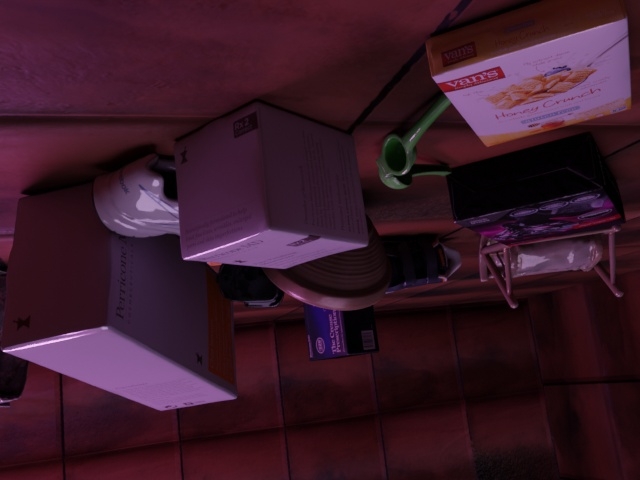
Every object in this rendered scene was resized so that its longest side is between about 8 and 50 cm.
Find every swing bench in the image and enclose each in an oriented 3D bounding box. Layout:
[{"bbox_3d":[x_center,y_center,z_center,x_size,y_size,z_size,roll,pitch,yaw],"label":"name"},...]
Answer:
[{"bbox_3d":[0.521,0.034,1.514,0.253,0.165,0.255,-8,-168,-1],"label":"swing bench"}]

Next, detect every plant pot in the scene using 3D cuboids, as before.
[{"bbox_3d":[0.020,0.003,1.122,0.237,0.237,0.110,-1,126,-28],"label":"plant pot"}]

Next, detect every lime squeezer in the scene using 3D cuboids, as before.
[{"bbox_3d":[0.129,-0.113,0.881,0.110,0.059,0.310,-8,167,8],"label":"lime squeezer"}]

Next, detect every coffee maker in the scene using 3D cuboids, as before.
[{"bbox_3d":[-0.102,0.044,1.233,0.171,0.120,0.178,-22,-164,3],"label":"coffee maker"}]

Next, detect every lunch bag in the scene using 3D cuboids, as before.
[{"bbox_3d":[-0.733,0.218,1.399,0.235,0.287,0.169,-15,166,39],"label":"lunch bag"}]

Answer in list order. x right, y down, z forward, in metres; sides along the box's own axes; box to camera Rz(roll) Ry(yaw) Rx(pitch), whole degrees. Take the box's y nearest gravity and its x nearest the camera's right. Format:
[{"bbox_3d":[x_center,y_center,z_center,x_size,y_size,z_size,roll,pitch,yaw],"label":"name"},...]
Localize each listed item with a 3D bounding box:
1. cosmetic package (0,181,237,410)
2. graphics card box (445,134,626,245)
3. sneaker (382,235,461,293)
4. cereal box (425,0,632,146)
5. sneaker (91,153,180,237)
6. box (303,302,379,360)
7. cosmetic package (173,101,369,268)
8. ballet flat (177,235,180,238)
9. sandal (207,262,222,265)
[{"bbox_3d":[-0.290,0.115,1.054,0.161,0.230,0.453,-12,154,11],"label":"cosmetic package"},{"bbox_3d":[0.392,-0.071,1.143,0.233,0.094,0.371,-13,166,27],"label":"graphics card box"},{"bbox_3d":[0.220,0.052,1.561,0.127,0.126,0.321,-11,179,41],"label":"sneaker"},{"bbox_3d":[0.228,-0.170,0.679,0.173,0.047,0.240,-13,167,25],"label":"cereal box"},{"bbox_3d":[-0.158,-0.049,0.907,0.129,0.111,0.297,-24,161,38],"label":"sneaker"},{"bbox_3d":[0.042,0.166,1.654,0.103,0.261,0.184,0,166,-30],"label":"box"},{"bbox_3d":[-0.060,-0.057,0.800,0.151,0.151,0.183,-18,164,38],"label":"cosmetic package"},{"bbox_3d":[-0.322,0.004,1.151,0.206,0.073,0.067,-3,159,-28],"label":"ballet flat"},{"bbox_3d":[-0.122,0.052,1.468,0.265,0.076,0.102,-5,168,-7],"label":"sandal"}]
